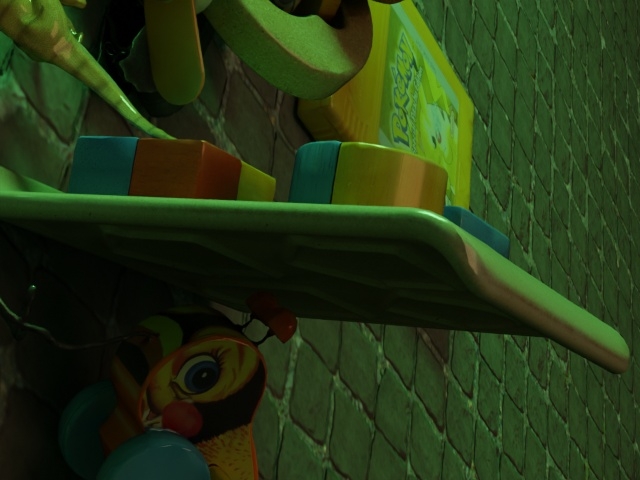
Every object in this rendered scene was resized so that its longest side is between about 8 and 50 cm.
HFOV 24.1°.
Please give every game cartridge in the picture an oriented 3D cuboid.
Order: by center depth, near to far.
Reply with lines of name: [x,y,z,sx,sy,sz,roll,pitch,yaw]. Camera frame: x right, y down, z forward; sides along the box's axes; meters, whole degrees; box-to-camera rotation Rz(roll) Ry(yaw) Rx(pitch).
game cartridge: [0.078,-0.139,1.561,0.323,0.053,0.285,54,33,-45]

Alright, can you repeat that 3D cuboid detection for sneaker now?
sneaker: [-0.123,-0.160,1.115,0.089,0.051,0.170,57,34,-46]

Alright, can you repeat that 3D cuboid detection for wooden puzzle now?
wooden puzzle: [0.000,0.000,0.958,0.322,0.348,0.080,28,72,-61]

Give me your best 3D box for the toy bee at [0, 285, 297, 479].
toy bee: [-0.076,0.113,0.918,0.195,0.162,0.298,52,-18,36]

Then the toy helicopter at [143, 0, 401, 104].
toy helicopter: [-0.098,-0.246,1.080,0.355,0.140,0.235,50,39,-7]

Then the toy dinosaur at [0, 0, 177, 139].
toy dinosaur: [-0.172,-0.130,0.951,0.211,0.064,0.112,40,25,-7]
